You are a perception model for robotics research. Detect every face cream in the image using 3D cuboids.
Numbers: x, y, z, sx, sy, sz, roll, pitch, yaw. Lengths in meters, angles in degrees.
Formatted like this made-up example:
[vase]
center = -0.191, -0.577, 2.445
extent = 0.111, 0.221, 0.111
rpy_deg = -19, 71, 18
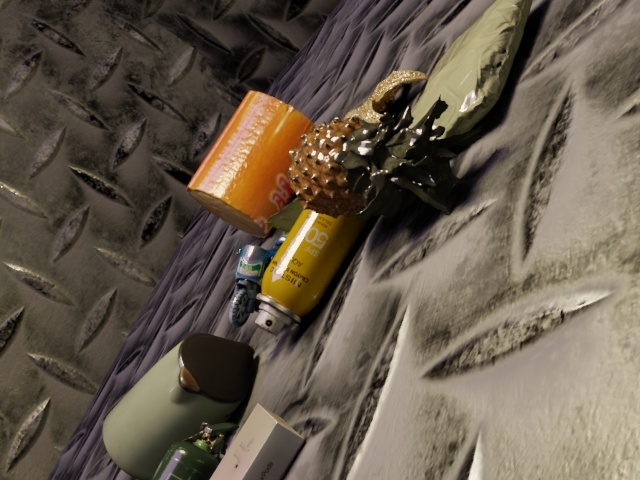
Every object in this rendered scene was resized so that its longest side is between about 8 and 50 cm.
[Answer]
[face cream]
center = 0.000, 0.000, 1.547
extent = 0.348, 0.105, 0.105
rpy_deg = -58, 13, -8

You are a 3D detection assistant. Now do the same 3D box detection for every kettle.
[kettle]
center = -0.232, 0.277, 1.651
extent = 0.255, 0.165, 0.240
rpy_deg = -49, -13, 28

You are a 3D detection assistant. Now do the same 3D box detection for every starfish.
[starfish]
center = 0.120, -0.273, 1.821
extent = 0.216, 0.071, 0.238
rpy_deg = -45, 13, 30

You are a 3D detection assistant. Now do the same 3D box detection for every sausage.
[sausage]
center = -0.153, -0.177, 2.257
extent = 0.287, 0.233, 0.233
rpy_deg = -57, 13, -9

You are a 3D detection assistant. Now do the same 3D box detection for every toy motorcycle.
[toy motorcycle]
center = -0.092, 0.056, 1.642
extent = 0.254, 0.092, 0.135
rpy_deg = -34, -47, -61

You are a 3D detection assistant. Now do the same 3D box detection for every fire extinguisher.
[fire extinguisher]
center = -0.228, 0.409, 1.438
extent = 0.095, 0.114, 0.311
rpy_deg = 20, 74, 36

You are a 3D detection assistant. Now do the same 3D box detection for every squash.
[squash]
center = 0.012, -0.068, 1.778
extent = 0.184, 0.085, 0.192
rpy_deg = -31, 2, -30

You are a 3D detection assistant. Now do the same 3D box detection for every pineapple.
[pineapple]
center = 0.080, -0.105, 1.328
extent = 0.165, 0.165, 0.364
rpy_deg = -60, 23, -13

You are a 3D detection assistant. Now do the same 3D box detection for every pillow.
[pillow]
center = 0.206, -0.238, 1.437
extent = 0.274, 0.076, 0.280
rpy_deg = -39, 21, 58

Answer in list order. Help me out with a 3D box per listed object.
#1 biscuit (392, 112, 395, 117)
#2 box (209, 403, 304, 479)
[biscuit]
center = 0.081, -0.126, 1.727
extent = 0.048, 0.026, 0.292
rpy_deg = -43, 18, 56
[box]
center = -0.088, 0.299, 1.271
extent = 0.130, 0.051, 0.129
rpy_deg = -59, 13, -7
